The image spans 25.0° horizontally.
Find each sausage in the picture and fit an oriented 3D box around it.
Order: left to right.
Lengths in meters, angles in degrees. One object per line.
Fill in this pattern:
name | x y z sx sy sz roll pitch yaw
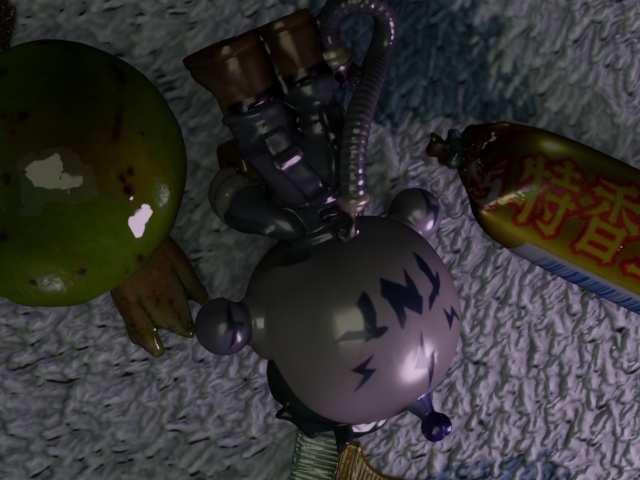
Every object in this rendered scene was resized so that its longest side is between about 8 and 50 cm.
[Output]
sausage | 0.229 -0.028 1.262 0.317 0.117 0.125 25 64 -16

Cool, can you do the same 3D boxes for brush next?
brush | 0.076 0.240 1.369 0.218 0.010 0.082 12 96 -5

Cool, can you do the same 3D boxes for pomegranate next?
pomegranate | -0.198 -0.028 1.233 0.236 0.236 0.302 -43 120 3

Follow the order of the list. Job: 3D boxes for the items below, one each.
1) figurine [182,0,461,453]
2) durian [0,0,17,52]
figurine | -0.004 0.001 1.248 0.261 0.186 0.382 -26 102 -13
durian | -0.361 -0.180 1.260 0.148 0.091 0.188 43 95 -6
